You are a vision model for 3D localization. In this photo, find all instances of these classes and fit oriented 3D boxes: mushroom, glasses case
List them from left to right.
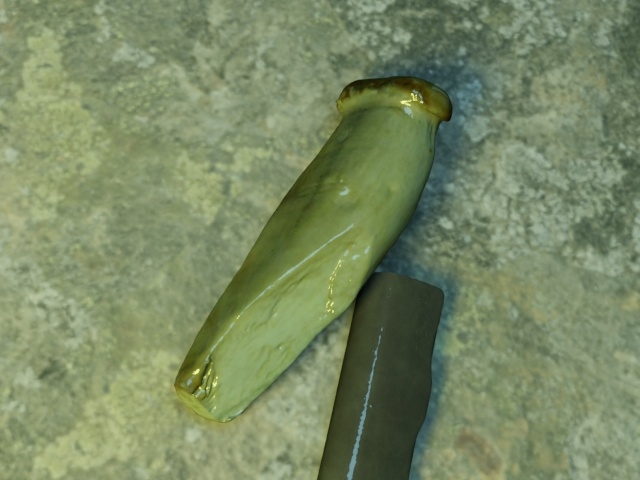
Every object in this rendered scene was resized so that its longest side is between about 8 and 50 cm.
[{"bbox_3d":[0.003,0.000,1.210,0.087,0.107,0.333,50,59,-34],"label":"mushroom"},{"bbox_3d":[0.049,0.120,1.200,0.072,0.042,0.191,18,65,-11],"label":"glasses case"}]
